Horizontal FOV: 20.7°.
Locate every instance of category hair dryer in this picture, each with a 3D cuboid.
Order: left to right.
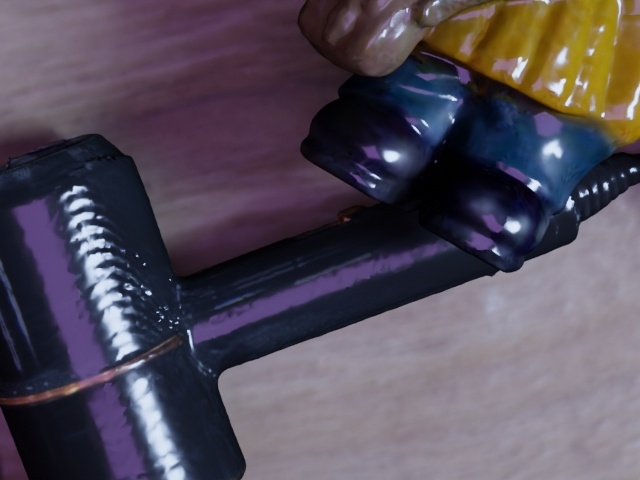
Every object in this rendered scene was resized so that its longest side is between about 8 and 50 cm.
[{"bbox_3d":[0.000,0.000,0.870,0.352,0.107,0.189,-21,99,-7],"label":"hair dryer"}]

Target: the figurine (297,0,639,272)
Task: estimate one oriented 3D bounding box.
[{"bbox_3d":[0.118,-0.158,0.792,0.185,0.204,0.332,28,109,10],"label":"figurine"}]
